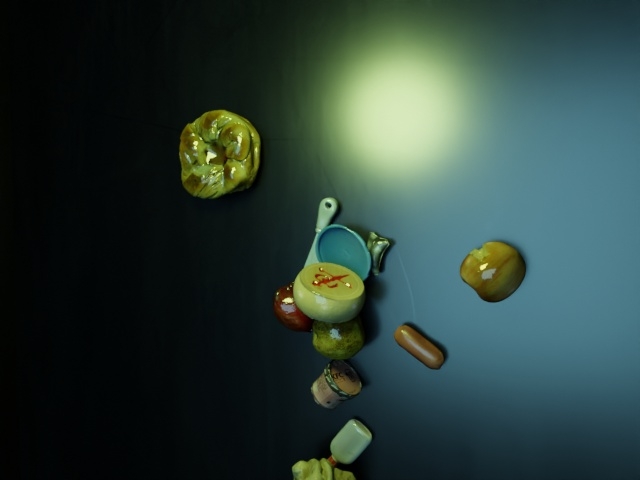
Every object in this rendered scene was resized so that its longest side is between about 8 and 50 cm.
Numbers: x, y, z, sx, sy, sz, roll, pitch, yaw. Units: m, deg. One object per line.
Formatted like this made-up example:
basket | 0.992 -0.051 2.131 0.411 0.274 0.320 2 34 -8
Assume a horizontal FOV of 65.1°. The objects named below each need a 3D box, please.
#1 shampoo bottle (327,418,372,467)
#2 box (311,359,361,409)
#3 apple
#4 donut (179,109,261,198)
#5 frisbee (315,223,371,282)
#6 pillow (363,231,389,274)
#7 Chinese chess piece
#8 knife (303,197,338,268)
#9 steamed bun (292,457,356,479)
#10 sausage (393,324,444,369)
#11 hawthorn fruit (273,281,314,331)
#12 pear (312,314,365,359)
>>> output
shampoo bottle | 0.092 0.765 1.848 0.108 0.051 0.221 41 107 15
box | 0.051 0.528 1.810 0.151 0.151 0.135 48 117 16
apple | 0.538 0.092 1.558 0.199 0.199 0.199 1 92 25
donut | -0.405 -0.331 1.977 0.360 0.170 0.360 0 90 26
frisbee | 0.086 0.051 1.807 0.242 0.045 0.242 17 121 31
pillow | 0.189 0.045 1.775 0.091 0.055 0.136 24 104 16
Chinese chess piece | 0.031 0.174 1.711 0.251 0.251 0.097 25 121 22
knife | 0.002 0.000 1.875 0.080 0.044 0.331 19 106 13
steamed bun | -0.017 0.936 1.750 0.230 0.372 0.325 8 65 34
sausage | 0.337 0.365 1.710 0.194 0.077 0.077 36 106 19
hawthorn fruit | -0.077 0.253 1.852 0.185 0.185 0.202 -26 100 23
pear | 0.059 0.323 1.768 0.197 0.197 0.197 1 92 25
